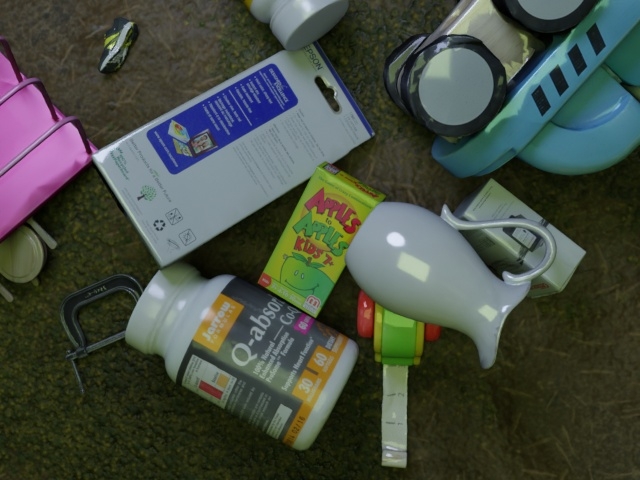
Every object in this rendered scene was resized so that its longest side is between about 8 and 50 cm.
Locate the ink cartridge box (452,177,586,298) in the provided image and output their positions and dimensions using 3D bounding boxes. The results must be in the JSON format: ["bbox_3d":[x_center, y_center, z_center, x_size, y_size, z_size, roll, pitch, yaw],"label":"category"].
[{"bbox_3d":[0.242,0.000,0.939,0.150,0.109,0.063,38,80,1],"label":"ink cartridge box"}]

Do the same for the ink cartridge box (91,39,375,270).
[{"bbox_3d":[-0.107,-0.117,0.958,0.333,0.065,0.165,-32,92,-16],"label":"ink cartridge box"}]

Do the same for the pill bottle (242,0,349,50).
[{"bbox_3d":[-0.062,-0.351,0.927,0.119,0.119,0.208,-36,86,10],"label":"pill bottle"}]

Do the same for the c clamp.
[{"bbox_3d":[-0.311,0.127,1.077,0.161,0.022,0.137,-29,87,11],"label":"c clamp"}]

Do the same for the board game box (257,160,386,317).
[{"bbox_3d":[0.000,0.000,0.958,0.092,0.043,0.181,31,112,6],"label":"board game box"}]

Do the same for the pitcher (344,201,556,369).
[{"bbox_3d":[0.149,0.022,0.862,0.207,0.125,0.177,32,95,9],"label":"pitcher"}]

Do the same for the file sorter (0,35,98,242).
[{"bbox_3d":[-0.466,-0.171,0.945,0.291,0.182,0.202,45,75,1],"label":"file sorter"}]

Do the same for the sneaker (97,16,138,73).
[{"bbox_3d":[-0.284,-0.269,1.022,0.035,0.031,0.083,36,96,16],"label":"sneaker"}]

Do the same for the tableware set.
[{"bbox_3d":[-0.463,-0.023,1.068,0.194,0.039,0.128,47,110,5],"label":"tableware set"}]

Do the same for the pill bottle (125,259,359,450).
[{"bbox_3d":[-0.103,0.144,0.979,0.278,0.162,0.162,28,99,3],"label":"pill bottle"}]

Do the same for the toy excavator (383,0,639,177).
[{"bbox_3d":[0.360,-0.190,0.880,0.445,0.222,0.433,40,100,-13],"label":"toy excavator"}]

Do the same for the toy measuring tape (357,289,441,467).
[{"bbox_3d":[0.101,0.159,0.978,0.121,0.121,0.330,3,97,7],"label":"toy measuring tape"}]
